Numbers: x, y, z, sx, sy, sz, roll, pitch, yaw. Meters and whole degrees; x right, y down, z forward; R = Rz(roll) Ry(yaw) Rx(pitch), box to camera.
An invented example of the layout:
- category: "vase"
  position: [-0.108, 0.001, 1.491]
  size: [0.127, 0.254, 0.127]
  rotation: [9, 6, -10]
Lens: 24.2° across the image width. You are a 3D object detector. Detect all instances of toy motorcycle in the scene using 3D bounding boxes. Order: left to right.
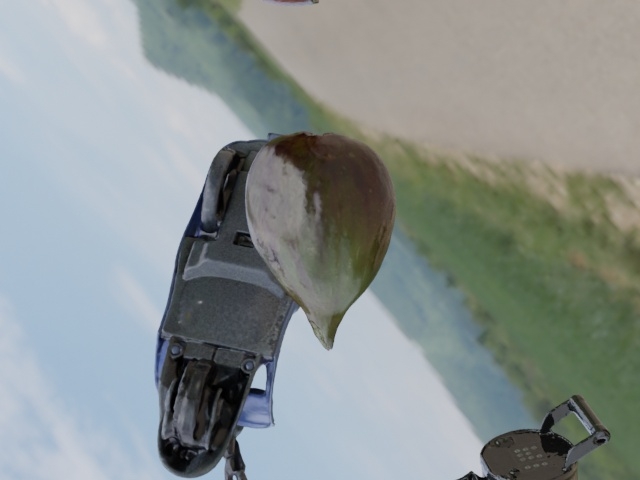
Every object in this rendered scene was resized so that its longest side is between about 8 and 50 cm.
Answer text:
- category: "toy motorcycle"
  position: [-0.071, 0.069, 1.365]
  size: [0.125, 0.359, 0.213]
  rotation: [12, 149, 9]

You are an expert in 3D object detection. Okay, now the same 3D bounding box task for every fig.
- category: "fig"
  position: [0.000, 0.000, 1.061]
  size: [0.103, 0.155, 0.109]
  rotation: [2, -176, -32]

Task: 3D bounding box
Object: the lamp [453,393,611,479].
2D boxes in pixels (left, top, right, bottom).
- category: "lamp"
  position: [0.206, 0.287, 1.516]
  size: [0.147, 0.172, 0.227]
  rotation: [-116, 16, -65]

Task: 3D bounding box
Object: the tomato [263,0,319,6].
- category: "tomato"
  position: [-0.059, -0.285, 1.156]
  size: [0.225, 0.085, 0.225]
  rotation: [-9, -90, -85]
